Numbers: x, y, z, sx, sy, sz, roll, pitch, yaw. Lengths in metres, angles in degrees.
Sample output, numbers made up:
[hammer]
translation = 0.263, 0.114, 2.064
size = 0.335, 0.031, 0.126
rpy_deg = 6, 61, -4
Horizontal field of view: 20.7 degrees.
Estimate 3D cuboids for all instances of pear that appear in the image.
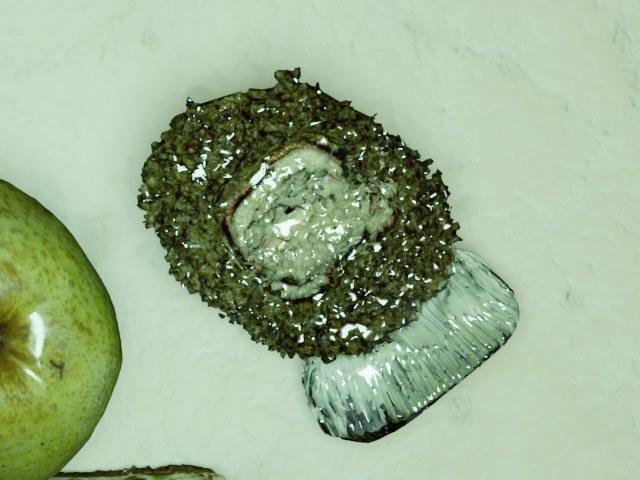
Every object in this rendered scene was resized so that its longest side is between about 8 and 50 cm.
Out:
[pear]
translation = -0.236, 0.066, 1.194
size = 0.188, 0.211, 0.228
rpy_deg = -32, 99, -8

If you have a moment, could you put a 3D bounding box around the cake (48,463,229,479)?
[cake]
translation = -0.174, 0.192, 1.265
size = 0.246, 0.112, 0.135
rpy_deg = 30, 86, -6

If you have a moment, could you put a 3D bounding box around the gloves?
[gloves]
translation = -0.003, 0.005, 1.262
size = 0.210, 0.135, 0.312
rpy_deg = -26, 119, 14
